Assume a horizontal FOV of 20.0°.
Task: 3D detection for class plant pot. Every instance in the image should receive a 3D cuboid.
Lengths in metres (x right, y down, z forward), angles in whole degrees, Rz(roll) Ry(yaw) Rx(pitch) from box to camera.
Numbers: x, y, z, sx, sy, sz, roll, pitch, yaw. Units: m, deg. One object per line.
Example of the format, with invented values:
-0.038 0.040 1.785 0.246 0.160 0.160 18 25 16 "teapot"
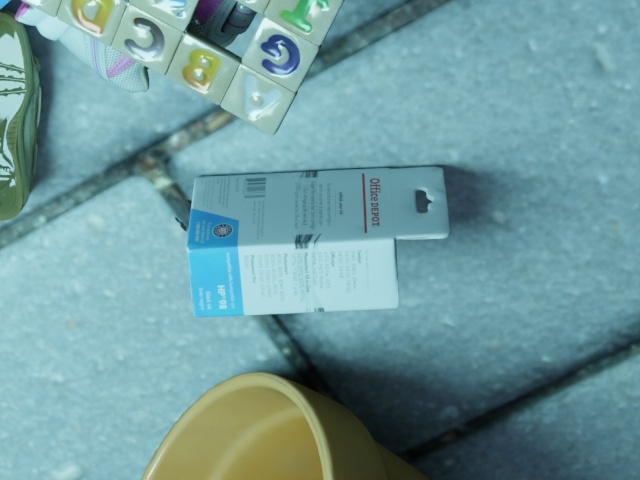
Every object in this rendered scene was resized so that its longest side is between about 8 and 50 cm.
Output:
-0.002 0.263 1.354 0.203 0.291 0.291 21 120 -32 "plant pot"

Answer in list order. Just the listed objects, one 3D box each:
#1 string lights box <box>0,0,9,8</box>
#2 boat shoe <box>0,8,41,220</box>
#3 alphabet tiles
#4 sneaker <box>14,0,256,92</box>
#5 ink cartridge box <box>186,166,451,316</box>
-0.229 -0.221 1.158 0.260 0.077 0.133 -36 115 20 "string lights box"
-0.220 -0.091 1.262 0.056 0.048 0.153 5 115 11 "boat shoe"
-0.096 -0.187 1.081 0.237 0.009 0.198 28 132 -1 "alphabet tiles"
-0.073 -0.187 1.173 0.252 0.103 0.111 -30 118 26 "sneaker"
0.000 0.000 1.276 0.180 0.104 0.060 -2 121 2 "ink cartridge box"
